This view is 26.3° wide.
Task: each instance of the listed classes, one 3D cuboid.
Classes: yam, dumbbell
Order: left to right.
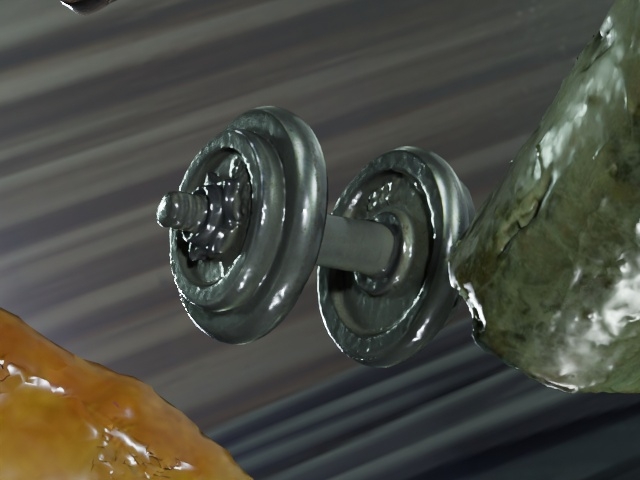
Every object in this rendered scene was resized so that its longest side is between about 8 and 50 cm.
[{"bbox_3d":[0.000,0.000,1.109,0.192,0.290,0.192,-24,61,52],"label":"dumbbell"},{"bbox_3d":[0.229,-0.048,0.885,0.195,0.195,0.300,59,135,33],"label":"yam"}]

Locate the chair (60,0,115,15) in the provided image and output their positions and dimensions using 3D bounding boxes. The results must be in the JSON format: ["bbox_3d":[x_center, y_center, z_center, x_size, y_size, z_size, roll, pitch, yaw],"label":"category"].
[{"bbox_3d":[-0.225,-0.238,0.983,0.175,0.326,0.183,-116,1,-83],"label":"chair"}]

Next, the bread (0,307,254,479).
[{"bbox_3d":[-0.169,0.215,0.519,0.215,0.398,0.398,128,122,-87],"label":"bread"}]
